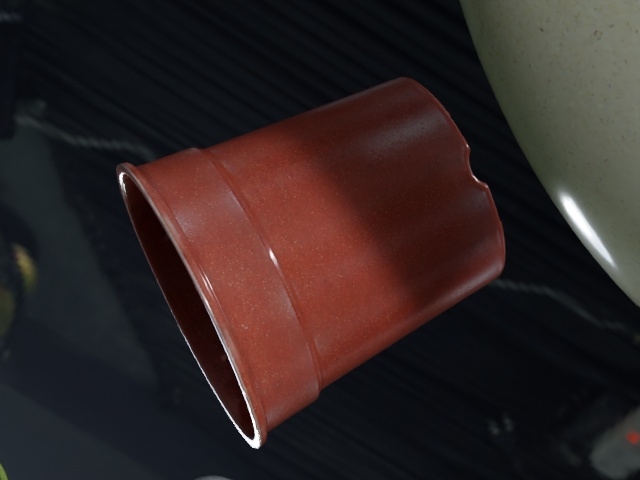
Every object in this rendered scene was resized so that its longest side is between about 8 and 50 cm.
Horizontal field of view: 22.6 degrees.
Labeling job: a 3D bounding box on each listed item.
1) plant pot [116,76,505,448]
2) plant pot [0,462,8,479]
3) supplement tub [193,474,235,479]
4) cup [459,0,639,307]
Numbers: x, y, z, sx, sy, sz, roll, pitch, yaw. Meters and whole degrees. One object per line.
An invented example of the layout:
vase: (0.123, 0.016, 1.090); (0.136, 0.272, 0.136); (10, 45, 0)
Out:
plant pot: (0.000, 0.000, 1.401); (0.265, 0.272, 0.272); (-26, -175, -11)
plant pot: (-0.222, 0.139, 0.887); (0.083, 0.083, 0.079); (-61, 166, -17)
supplement tub: (-0.021, 0.250, 0.991); (0.144, 0.200, 0.144); (-53, -164, 21)
cup: (0.213, -0.153, 0.928); (0.331, 0.237, 0.331); (-46, -162, 20)
